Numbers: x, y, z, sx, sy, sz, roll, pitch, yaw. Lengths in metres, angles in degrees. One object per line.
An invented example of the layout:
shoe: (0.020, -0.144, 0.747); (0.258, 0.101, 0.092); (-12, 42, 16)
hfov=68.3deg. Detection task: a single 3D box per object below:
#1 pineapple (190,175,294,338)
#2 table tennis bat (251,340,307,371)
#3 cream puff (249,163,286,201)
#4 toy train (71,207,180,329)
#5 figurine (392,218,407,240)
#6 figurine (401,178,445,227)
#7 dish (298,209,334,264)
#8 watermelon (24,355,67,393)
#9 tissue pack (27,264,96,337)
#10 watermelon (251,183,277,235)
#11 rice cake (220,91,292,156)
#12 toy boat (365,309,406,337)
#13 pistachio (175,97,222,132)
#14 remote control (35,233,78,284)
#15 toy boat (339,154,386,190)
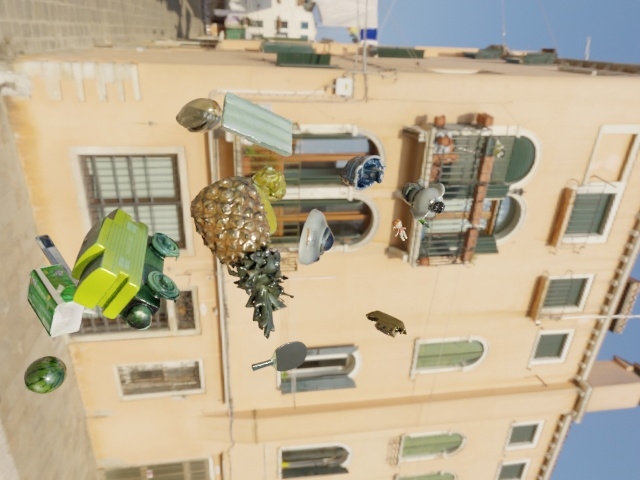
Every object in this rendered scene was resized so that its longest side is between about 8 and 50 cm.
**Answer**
pineapple: (-0.150, 0.039, 1.017); (0.341, 0.169, 0.169); (65, -12, 4)
table tennis bat: (-0.186, 0.548, 2.179); (0.021, 0.274, 0.154); (39, -45, 56)
cream puff: (-0.189, -0.199, 1.710); (0.121, 0.156, 0.156); (-60, -179, -16)
toy train: (-0.572, 0.075, 1.395); (0.179, 0.272, 0.442); (-48, -150, 12)
figurine: (0.348, -0.047, 2.080); (0.047, 0.064, 0.109); (19, -35, 58)
figurine: (0.348, -0.135, 1.584); (0.147, 0.126, 0.192); (-57, -146, 9)
dish: (0.000, 0.000, 2.241); (0.273, 0.133, 0.274); (15, 90, -78)
watermelon: (-0.726, 0.353, 1.240); (0.109, 0.108, 0.109); (178, -90, -80)
tissue pack: (-0.893, 0.201, 1.639); (0.209, 0.156, 0.148); (39, -59, 29)
watermelon: (-0.182, -0.093, 1.560); (0.182, 0.075, 0.092); (70, -23, 13)
rice cake: (-0.180, -0.334, 1.376); (0.043, 0.237, 0.127); (-20, -118, 51)
toy boat: (0.274, 0.354, 1.990); (0.200, 0.077, 0.057); (20, -28, 40)
pistachio: (-0.470, -0.488, 1.843); (0.215, 0.144, 0.144); (5, -81, 38)
remote control: (-1.042, 0.090, 1.883); (0.261, 0.029, 0.067); (60, 13, -5)
toy boat: (0.187, -0.262, 1.833); (0.309, 0.142, 0.129); (-33, 137, -56)
